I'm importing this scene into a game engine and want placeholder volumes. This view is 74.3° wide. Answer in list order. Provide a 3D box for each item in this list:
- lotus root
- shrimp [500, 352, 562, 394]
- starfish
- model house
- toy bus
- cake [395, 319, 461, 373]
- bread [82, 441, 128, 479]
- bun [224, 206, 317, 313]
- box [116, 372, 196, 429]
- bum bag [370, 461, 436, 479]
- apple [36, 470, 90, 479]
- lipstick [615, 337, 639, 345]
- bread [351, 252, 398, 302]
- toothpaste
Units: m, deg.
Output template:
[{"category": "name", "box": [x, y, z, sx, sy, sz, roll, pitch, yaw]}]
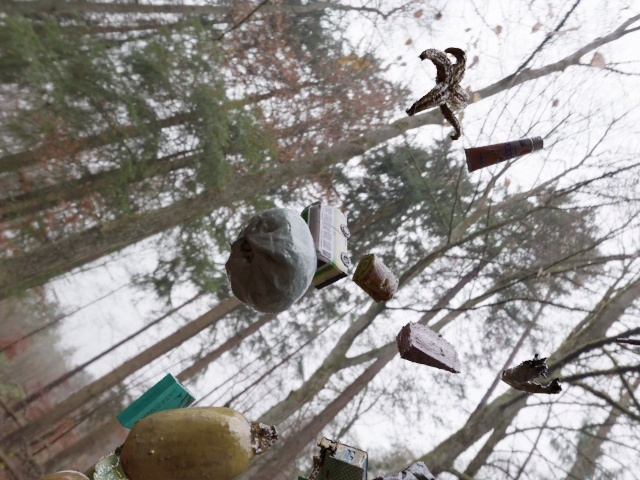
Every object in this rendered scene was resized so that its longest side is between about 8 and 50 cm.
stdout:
[{"category": "lotus root", "box": [-0.267, 0.463, 0.948, 0.151, 0.343, 0.169, 112, -25, -79]}, {"category": "shrimp", "box": [0.766, 0.499, 1.499, 0.178, 0.075, 0.289, 26, -36, 6]}, {"category": "starfish", "box": [0.402, -0.480, 1.383, 0.113, 0.303, 0.311, 13, -49, 48]}, {"category": "model house", "box": [0.015, 0.655, 1.036, 0.178, 0.206, 0.270, 10, -66, 20]}, {"category": "toy bus", "box": [0.000, 0.000, 1.526, 0.143, 0.305, 0.179, -29, -52, 31]}, {"category": "cake", "box": [0.382, 0.386, 1.486, 0.296, 0.115, 0.113, 28, -46, -25]}, {"category": "bread", "box": [-0.657, 0.771, 1.425, 0.160, 0.333, 0.333, 55, -42, 7]}, {"category": "bun", "box": [-0.174, 0.062, 1.301, 0.355, 0.194, 0.353, -17, -114, 45]}, {"category": "box", "box": [-0.445, 0.463, 1.173, 0.042, 0.161, 0.226, 43, -23, 22]}, {"category": "bum bag", "box": [0.200, 0.596, 1.014, 0.049, 0.198, 0.087, -59, -138, 50]}, {"category": "apple", "box": [-0.657, 0.701, 1.006, 0.257, 0.234, 0.256, 4, -84, 44]}, {"category": "lipstick", "box": [0.874, 0.280, 1.161, 0.107, 0.025, 0.025, -1, -53, 28]}, {"category": "bread", "box": [0.216, 0.148, 1.630, 0.172, 0.131, 0.103, 43, -30, -28]}, {"category": "toothpaste", "box": [0.476, -0.232, 1.102, 0.195, 0.043, 0.067, -14, -76, 4]}]
